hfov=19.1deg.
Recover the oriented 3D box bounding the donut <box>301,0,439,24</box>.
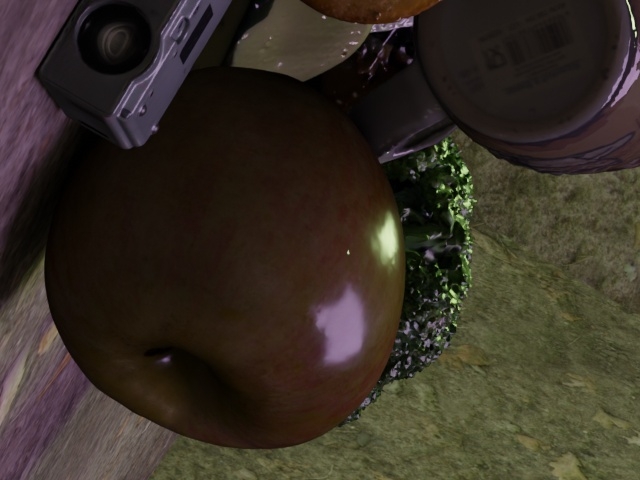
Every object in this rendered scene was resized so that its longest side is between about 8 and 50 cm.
[{"bbox_3d":[0.026,-0.224,1.137,0.166,0.184,0.073,-38,-170,5],"label":"donut"}]

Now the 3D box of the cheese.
[{"bbox_3d":[0.015,-0.173,1.452,0.251,0.054,0.127,-11,141,-41],"label":"cheese"}]

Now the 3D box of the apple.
[{"bbox_3d":[-0.057,0.009,1.302,0.234,0.257,0.257,-63,180,-38],"label":"apple"}]

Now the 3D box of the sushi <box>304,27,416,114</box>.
[{"bbox_3d":[0.033,-0.179,1.640,0.212,0.215,0.227,-54,-164,-11],"label":"sushi"}]

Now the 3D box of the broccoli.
[{"bbox_3d":[0.003,0.006,1.915,0.413,0.321,0.310,-43,173,18],"label":"broccoli"}]

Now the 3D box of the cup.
[{"bbox_3d":[0.132,-0.134,1.300,0.301,0.227,0.257,-28,176,24],"label":"cup"}]

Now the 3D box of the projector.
[{"bbox_3d":[-0.096,-0.132,1.110,0.147,0.061,0.115,-60,175,-6],"label":"projector"}]
